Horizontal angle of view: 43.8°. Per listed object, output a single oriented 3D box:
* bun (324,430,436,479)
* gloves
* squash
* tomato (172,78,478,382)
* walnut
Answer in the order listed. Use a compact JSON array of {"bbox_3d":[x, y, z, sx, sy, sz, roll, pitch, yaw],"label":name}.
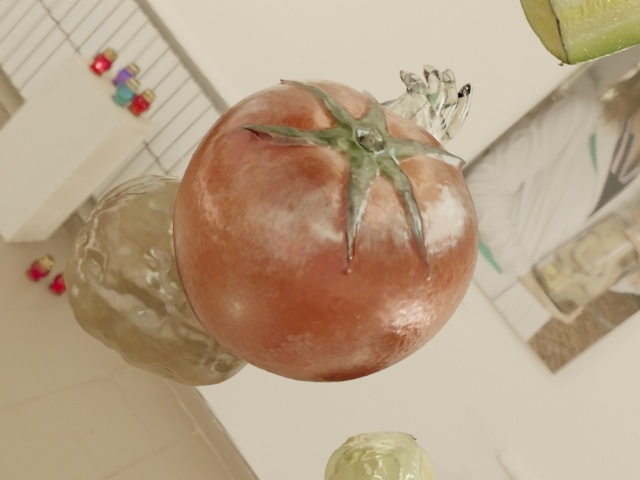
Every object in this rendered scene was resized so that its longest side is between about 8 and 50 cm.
[{"bbox_3d":[0.068,0.351,0.948,0.259,0.160,0.259,-16,90,-77],"label":"bun"},{"bbox_3d":[0.137,-0.168,1.115,0.111,0.212,0.128,47,-22,52],"label":"gloves"},{"bbox_3d":[0.424,-0.382,1.119,0.111,0.288,0.203,-125,-170,-71],"label":"squash"},{"bbox_3d":[0.000,0.000,0.705,0.265,0.265,0.265,44,17,-17],"label":"tomato"},{"bbox_3d":[-0.170,0.047,0.969,0.273,0.227,0.273,32,-8,5],"label":"walnut"}]
